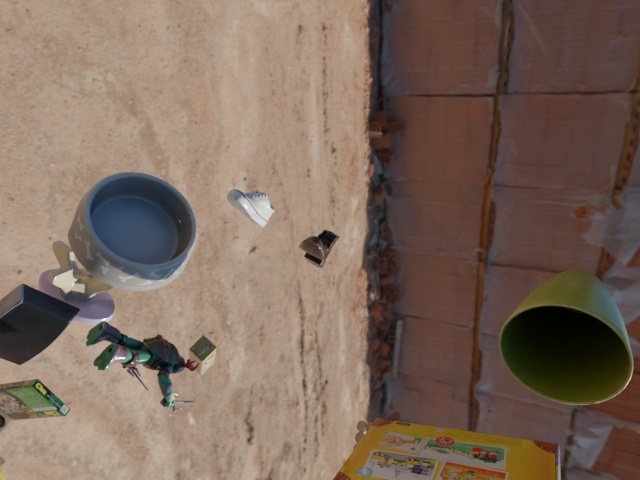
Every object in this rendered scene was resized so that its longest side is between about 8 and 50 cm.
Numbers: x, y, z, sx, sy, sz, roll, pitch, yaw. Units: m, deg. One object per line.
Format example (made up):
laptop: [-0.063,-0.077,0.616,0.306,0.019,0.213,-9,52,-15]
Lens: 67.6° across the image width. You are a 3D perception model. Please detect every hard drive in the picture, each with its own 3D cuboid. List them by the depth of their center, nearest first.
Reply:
hard drive: [-0.764,0.226,1.226,0.172,0.255,0.054,39,24,-36]

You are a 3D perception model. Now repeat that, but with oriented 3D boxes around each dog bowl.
dog bowl: [-0.505,-0.038,1.333,0.102,0.349,0.348,-40,-166,44]

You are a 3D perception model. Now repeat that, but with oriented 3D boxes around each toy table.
toy table: [-0.777,0.130,1.554,0.160,0.274,0.252,-62,-179,25]

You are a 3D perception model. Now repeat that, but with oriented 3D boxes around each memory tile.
memory tile: [0.157,0.675,1.573,0.012,0.113,0.148,34,60,-39]

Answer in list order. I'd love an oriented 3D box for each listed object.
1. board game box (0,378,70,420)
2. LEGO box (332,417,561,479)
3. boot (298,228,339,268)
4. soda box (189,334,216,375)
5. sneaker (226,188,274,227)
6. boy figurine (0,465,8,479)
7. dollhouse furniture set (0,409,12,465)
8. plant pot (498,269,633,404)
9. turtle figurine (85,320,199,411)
board game box: [-0.842,0.456,1.357,0.136,0.260,0.030,63,29,-26]
LEGO box: [0.314,0.632,1.162,0.372,0.500,0.193,-16,103,-63]
boot: [0.000,0.000,1.339,0.106,0.082,0.219,-59,172,-14]
soda box: [-0.367,0.359,1.481,0.061,0.058,0.181,-45,170,-31]
sneaker: [-0.217,-0.122,1.510,0.091,0.094,0.258,-57,165,-6]
boy figurine: [-0.679,0.473,0.926,0.092,0.177,0.285,-69,169,-53]
dollhouse furniture set: [-0.765,0.426,1.091,0.144,0.123,0.151,51,20,-18]
plant pot: [0.621,0.202,1.193,0.293,0.275,0.274,-39,135,-48]
turtle figurine: [-0.353,0.249,0.976,0.234,0.175,0.118,45,67,-45]
